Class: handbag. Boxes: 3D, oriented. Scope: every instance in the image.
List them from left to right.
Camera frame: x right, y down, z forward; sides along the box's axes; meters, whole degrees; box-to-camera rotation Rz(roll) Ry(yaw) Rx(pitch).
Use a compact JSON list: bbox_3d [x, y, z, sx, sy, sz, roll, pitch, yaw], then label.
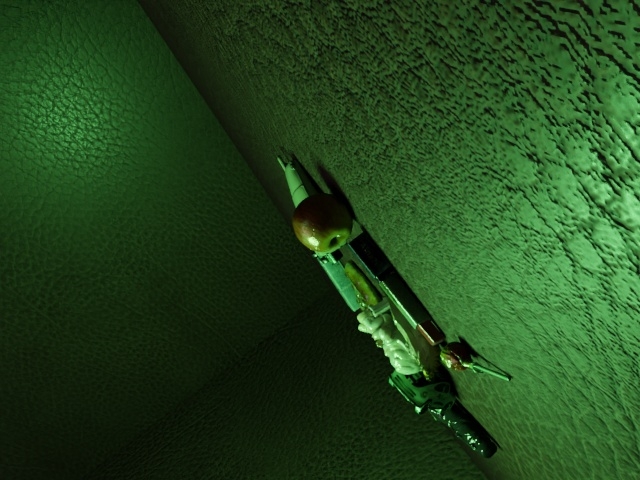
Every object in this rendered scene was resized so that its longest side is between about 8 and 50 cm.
[{"bbox_3d":[-0.031,-0.121,1.446,0.241,0.109,0.316,76,171,-74],"label":"handbag"}]

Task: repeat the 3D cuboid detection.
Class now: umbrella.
[{"bbox_3d":[0.437,0.593,1.665,0.113,0.106,0.357,34,-177,-31],"label":"umbrella"}]

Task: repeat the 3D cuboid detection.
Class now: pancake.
[{"bbox_3d":[0.187,0.265,1.755,0.427,0.066,0.305,63,167,-13],"label":"pancake"}]

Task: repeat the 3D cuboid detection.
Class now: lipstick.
[{"bbox_3d":[0.090,0.167,2.138,0.290,0.077,0.076,57,175,-23],"label":"lipstick"},{"bbox_3d":[0.177,0.118,1.161,0.312,0.051,0.051,52,173,6],"label":"lipstick"}]

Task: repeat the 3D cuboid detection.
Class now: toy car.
[{"bbox_3d":[0.000,0.000,1.708,0.141,0.097,0.320,54,174,-9],"label":"toy car"},{"bbox_3d":[0.334,0.447,1.557,0.305,0.125,0.136,24,-165,-50],"label":"toy car"}]

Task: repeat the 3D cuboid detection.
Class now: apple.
[{"bbox_3d":[0.001,-0.046,1.177,0.146,0.146,0.146,53,175,7],"label":"apple"}]

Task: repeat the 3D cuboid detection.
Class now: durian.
[{"bbox_3d":[0.240,0.231,1.250,0.224,0.078,0.140,63,-171,11],"label":"durian"}]

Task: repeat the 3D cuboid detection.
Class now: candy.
[{"bbox_3d":[0.295,0.236,0.953,0.060,0.060,0.201,54,167,-11],"label":"candy"}]

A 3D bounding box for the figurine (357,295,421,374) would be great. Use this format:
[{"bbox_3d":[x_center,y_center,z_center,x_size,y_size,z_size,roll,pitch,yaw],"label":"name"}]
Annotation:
[{"bbox_3d":[0.232,0.294,1.470,0.257,0.144,0.182,52,155,40],"label":"figurine"}]
